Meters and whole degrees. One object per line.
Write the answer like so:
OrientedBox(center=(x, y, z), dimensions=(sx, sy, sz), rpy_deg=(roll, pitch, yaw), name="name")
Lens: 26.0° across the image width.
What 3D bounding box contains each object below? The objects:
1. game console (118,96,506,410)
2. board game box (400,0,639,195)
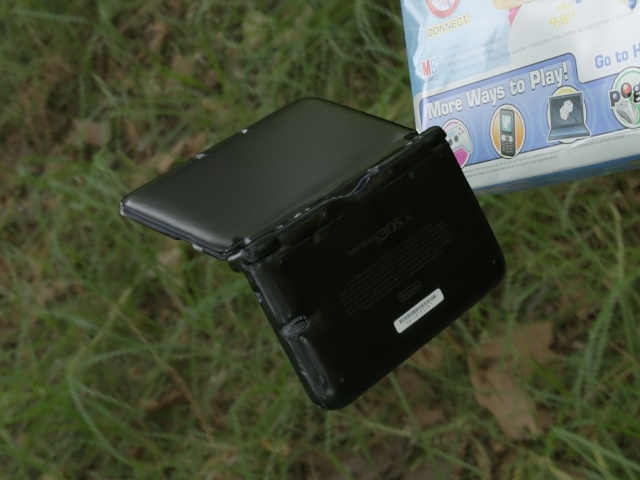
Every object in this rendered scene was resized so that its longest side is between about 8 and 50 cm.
OrientedBox(center=(0.000, 0.000, 0.570), dimensions=(0.122, 0.107, 0.071), rpy_deg=(-34, 11, -38), name="game console")
OrientedBox(center=(0.166, -0.194, 0.852), dimensions=(0.308, 0.086, 0.301), rpy_deg=(-10, 86, 58), name="board game box")
